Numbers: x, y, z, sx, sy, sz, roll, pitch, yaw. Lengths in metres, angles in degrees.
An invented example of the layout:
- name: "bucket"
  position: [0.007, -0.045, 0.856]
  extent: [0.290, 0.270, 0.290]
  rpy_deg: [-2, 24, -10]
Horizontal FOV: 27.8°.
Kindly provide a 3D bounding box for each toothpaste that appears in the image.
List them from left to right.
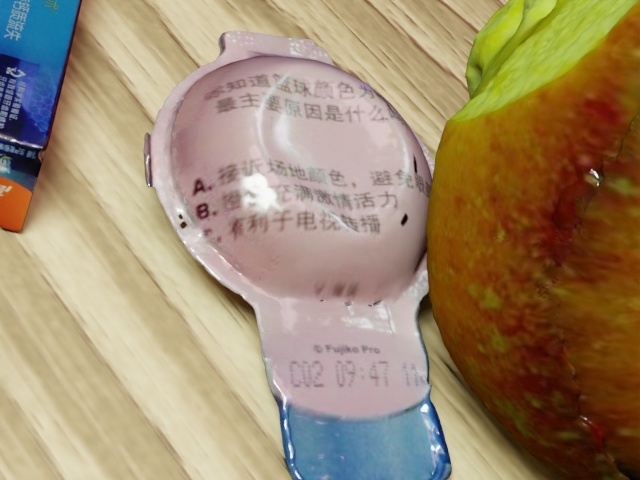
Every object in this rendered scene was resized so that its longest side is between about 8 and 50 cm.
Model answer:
- name: "toothpaste"
  position: [-0.180, -0.142, 0.760]
  extent: [0.076, 0.066, 0.320]
  rpy_deg: [16, 41, -14]

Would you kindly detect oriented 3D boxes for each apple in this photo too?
- name: "apple"
  position: [0.234, -0.043, 0.701]
  extent: [0.384, 0.374, 0.374]
  rpy_deg: [-17, 50, 0]

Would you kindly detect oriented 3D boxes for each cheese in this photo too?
- name: "cheese"
  position: [0.000, 0.000, 0.703]
  extent: [0.189, 0.074, 0.286]
  rpy_deg: [0, 60, -26]
